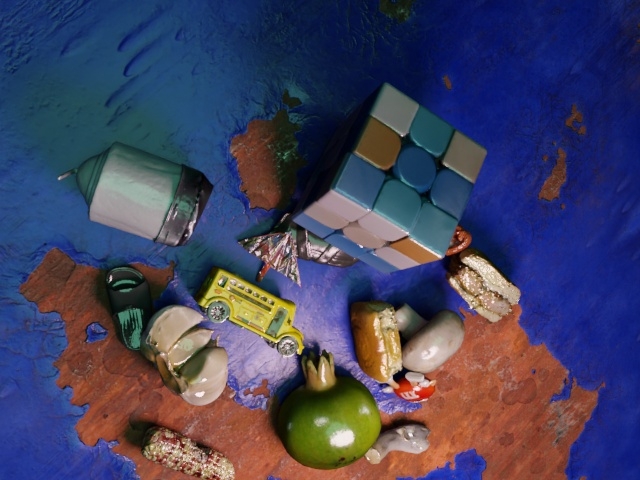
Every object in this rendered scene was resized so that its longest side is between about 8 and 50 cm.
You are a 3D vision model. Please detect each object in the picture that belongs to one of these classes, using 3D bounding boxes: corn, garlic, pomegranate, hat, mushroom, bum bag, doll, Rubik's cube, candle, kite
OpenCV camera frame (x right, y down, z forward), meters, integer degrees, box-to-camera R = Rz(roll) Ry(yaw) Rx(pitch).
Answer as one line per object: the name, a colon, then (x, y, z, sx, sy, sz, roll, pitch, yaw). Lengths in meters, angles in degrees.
corn: (-0.369, 0.612, 1.615, 0.290, 0.098, 0.098, 30, 85, -21)
garlic: (-0.360, 0.311, 1.554, 0.281, 0.185, 0.203, 50, 50, -1)
pomegranate: (0.030, 0.509, 1.686, 0.310, 0.216, 0.358, -12, 99, -15)
hat: (0.439, 0.000, 1.822, 0.162, 0.112, 0.093, 16, 54, -58)
mushroom: (0.319, 0.288, 1.782, 0.244, 0.243, 0.243, -2, 96, -20)
bum bag: (0.000, 0.000, 1.692, 0.327, 0.079, 0.142, 12, 103, -20)
doll: (0.282, 0.466, 1.811, 0.217, 0.183, 0.085, 43, 43, -52)
mushroom: (0.247, 0.647, 1.828, 0.278, 0.099, 0.096, 2, 58, -35)
Rubik's cube: (0.175, -0.148, 1.548, 0.344, 0.347, 0.346, 29, 70, -12)
candle: (-0.462, -0.124, 1.443, 0.343, 0.221, 0.221, 21, 88, -18)
kite: (-0.131, 0.051, 1.655, 0.232, 0.009, 0.189, 33, 105, -11)

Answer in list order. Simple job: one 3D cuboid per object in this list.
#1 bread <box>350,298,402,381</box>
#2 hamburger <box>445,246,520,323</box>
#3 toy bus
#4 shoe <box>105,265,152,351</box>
bread: (0.169, 0.300, 1.736, 0.121, 0.174, 0.245, -9, 100, -16)
hamburger: (0.522, 0.139, 1.856, 0.155, 0.245, 0.282, -43, 154, 15)
toy bus: (-0.185, 0.203, 1.615, 0.330, 0.144, 0.152, 30, 81, -18)
shoe: (-0.502, 0.188, 1.527, 0.108, 0.093, 0.240, -12, 101, -17)
